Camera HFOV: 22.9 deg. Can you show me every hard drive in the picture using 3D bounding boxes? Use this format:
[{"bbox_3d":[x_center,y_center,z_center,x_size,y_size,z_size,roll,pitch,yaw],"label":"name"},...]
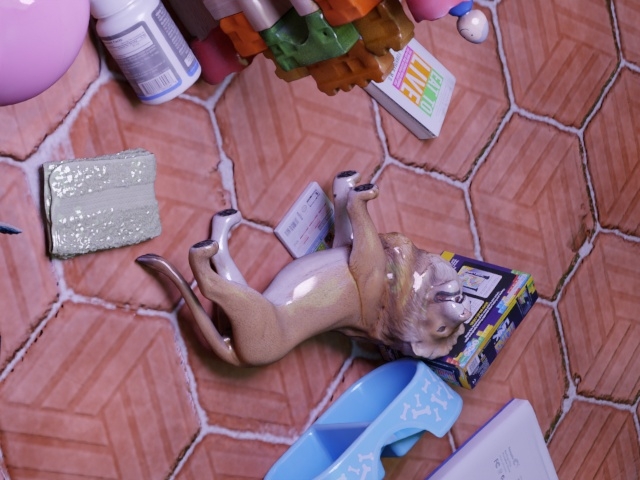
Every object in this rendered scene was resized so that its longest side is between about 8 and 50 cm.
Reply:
[{"bbox_3d":[0.208,0.389,2.142,0.319,0.040,0.210,-36,115,-35],"label":"hard drive"}]

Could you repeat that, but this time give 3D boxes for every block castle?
[{"bbox_3d":[0.052,-0.315,1.698,0.303,0.453,0.212,-46,112,-32],"label":"block castle"}]

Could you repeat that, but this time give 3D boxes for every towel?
[{"bbox_3d":[-0.238,-0.041,1.732,0.148,0.027,0.110,-12,101,-41],"label":"towel"}]

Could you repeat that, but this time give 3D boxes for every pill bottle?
[{"bbox_3d":[-0.196,-0.223,1.726,0.078,0.078,0.137,-48,121,-30],"label":"pill bottle"}]

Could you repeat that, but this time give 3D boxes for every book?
[{"bbox_3d":[0.110,-0.209,2.036,0.144,0.035,0.096,37,64,-35],"label":"book"}]

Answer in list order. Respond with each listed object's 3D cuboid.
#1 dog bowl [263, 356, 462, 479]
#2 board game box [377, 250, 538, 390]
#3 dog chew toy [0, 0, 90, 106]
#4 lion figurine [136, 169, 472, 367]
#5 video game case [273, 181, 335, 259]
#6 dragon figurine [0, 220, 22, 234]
[{"bbox_3d":[0.045,0.249,1.917,0.297,0.166,0.074,-42,106,-32],"label":"dog bowl"},{"bbox_3d":[0.175,0.100,2.029,0.170,0.141,0.048,-50,136,-28],"label":"board game box"},{"bbox_3d":[-0.371,-0.194,1.469,0.332,0.207,0.206,-38,116,-43],"label":"dog chew toy"},{"bbox_3d":[-0.012,0.066,1.873,0.392,0.142,0.240,-16,109,-18],"label":"lion figurine"},{"bbox_3d":[0.000,0.000,1.957,0.087,0.011,0.122,-54,124,-27],"label":"video game case"},{"bbox_3d":[-0.428,0.062,1.525,0.289,0.085,0.144,-14,103,-36],"label":"dragon figurine"}]
